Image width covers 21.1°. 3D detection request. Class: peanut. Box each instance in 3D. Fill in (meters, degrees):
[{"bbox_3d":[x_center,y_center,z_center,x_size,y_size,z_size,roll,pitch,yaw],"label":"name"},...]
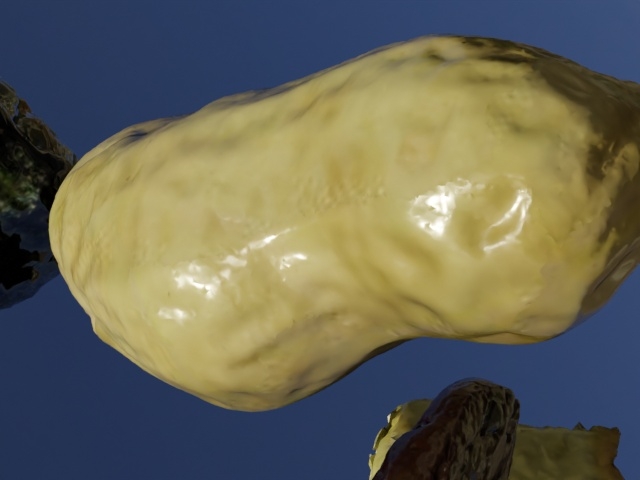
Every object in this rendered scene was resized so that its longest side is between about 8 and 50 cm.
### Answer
[{"bbox_3d":[0.000,0.000,0.704,0.147,0.319,0.147,6,-99,-43],"label":"peanut"}]

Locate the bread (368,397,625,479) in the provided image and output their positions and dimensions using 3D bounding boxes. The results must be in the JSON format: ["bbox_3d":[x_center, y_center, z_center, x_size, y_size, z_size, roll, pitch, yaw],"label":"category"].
[{"bbox_3d":[0.138,0.252,1.219,0.248,0.279,0.315,11,-105,-3],"label":"bread"}]

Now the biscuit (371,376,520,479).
[{"bbox_3d":[0.069,0.173,1.042,0.049,0.192,0.192,26,-148,24],"label":"biscuit"}]

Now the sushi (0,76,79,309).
[{"bbox_3d":[-0.306,-0.082,1.186,0.350,0.171,0.211,50,178,-38],"label":"sushi"}]
